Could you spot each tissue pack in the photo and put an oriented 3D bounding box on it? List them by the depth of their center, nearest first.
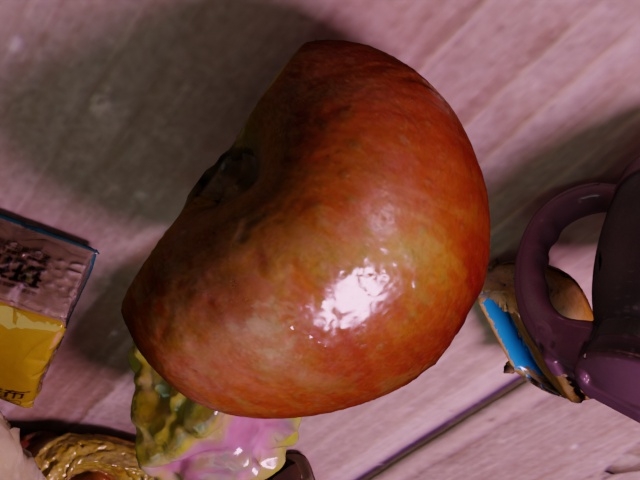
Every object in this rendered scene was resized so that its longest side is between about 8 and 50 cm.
[{"bbox_3d":[-0.249,0.035,0.552,0.169,0.082,0.120,22,136,-15],"label":"tissue pack"}]

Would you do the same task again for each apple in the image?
[{"bbox_3d":[0.000,0.000,0.414,0.160,0.195,0.173,27,166,16],"label":"apple"}]

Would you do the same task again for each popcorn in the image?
[{"bbox_3d":[-0.070,0.098,0.573,0.125,0.126,0.145,-13,106,-1],"label":"popcorn"}]

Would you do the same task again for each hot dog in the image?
[{"bbox_3d":[-0.259,0.233,0.741,0.261,0.093,0.123,-20,125,25],"label":"hot dog"}]

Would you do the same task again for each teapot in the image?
[{"bbox_3d":[0.182,0.023,0.446,0.148,0.146,0.116,27,161,8],"label":"teapot"}]

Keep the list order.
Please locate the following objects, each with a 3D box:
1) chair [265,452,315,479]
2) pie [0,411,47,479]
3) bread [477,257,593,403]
[{"bbox_3d":[-0.046,0.291,0.759,0.160,0.319,0.186,-24,84,23],"label":"chair"},{"bbox_3d":[-0.326,0.131,0.575,0.339,0.077,0.339,18,146,12],"label":"pie"},{"bbox_3d":[0.150,0.059,0.551,0.072,0.053,0.106,24,155,50],"label":"bread"}]
